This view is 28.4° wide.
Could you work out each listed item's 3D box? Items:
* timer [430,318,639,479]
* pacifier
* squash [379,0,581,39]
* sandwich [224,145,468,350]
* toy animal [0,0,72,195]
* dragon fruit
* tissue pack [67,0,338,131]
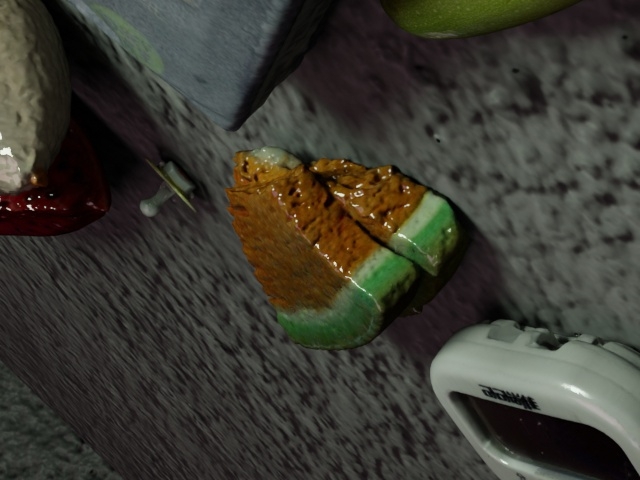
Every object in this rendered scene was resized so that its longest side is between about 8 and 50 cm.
[{"bbox_3d":[0.231,0.170,1.116,0.262,0.087,0.237,7,139,53],"label":"timer"},{"bbox_3d":[-0.176,-0.053,1.409,0.083,0.064,0.068,47,174,-10],"label":"pacifier"},{"bbox_3d":[0.126,-0.173,0.695,0.094,0.094,0.341,49,155,-14],"label":"squash"},{"bbox_3d":[0.011,0.007,1.158,0.292,0.109,0.212,6,138,55],"label":"sandwich"},{"bbox_3d":[-0.358,-0.166,1.310,0.358,0.188,0.227,61,152,32],"label":"toy animal"},{"bbox_3d":[-0.435,-0.086,1.547,0.302,0.240,0.330,59,149,4],"label":"dragon fruit"},{"bbox_3d":[-0.107,-0.244,0.847,0.288,0.124,0.394,40,164,-3],"label":"tissue pack"}]
